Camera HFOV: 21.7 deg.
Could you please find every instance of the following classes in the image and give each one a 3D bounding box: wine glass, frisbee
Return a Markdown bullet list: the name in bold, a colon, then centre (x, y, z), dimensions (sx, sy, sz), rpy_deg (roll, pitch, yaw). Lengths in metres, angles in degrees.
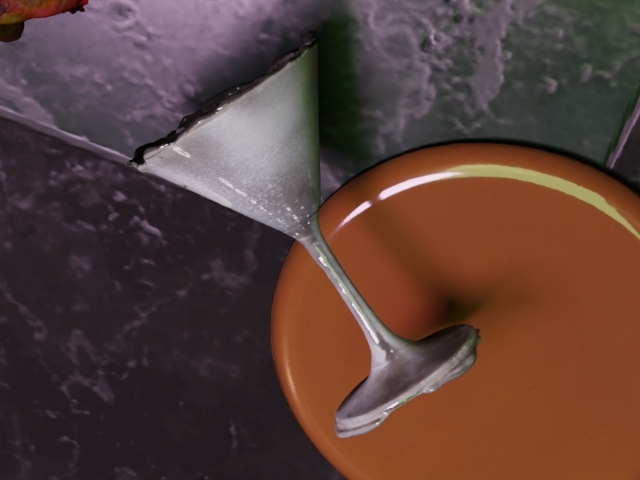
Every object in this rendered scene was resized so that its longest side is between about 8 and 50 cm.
- **wine glass**: centre (0.000, 0.000, 0.846), dimensions (0.122, 0.122, 0.183), rpy_deg (-33, 98, 23)
- **frisbee**: centre (0.094, 0.062, 0.928), dimensions (0.250, 0.021, 0.251), rpy_deg (4, 116, 9)

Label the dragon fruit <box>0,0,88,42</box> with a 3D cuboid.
- **dragon fruit**: centre (-0.228, -0.224, 0.786), dimensions (0.262, 0.134, 0.212), rpy_deg (18, 109, 3)
